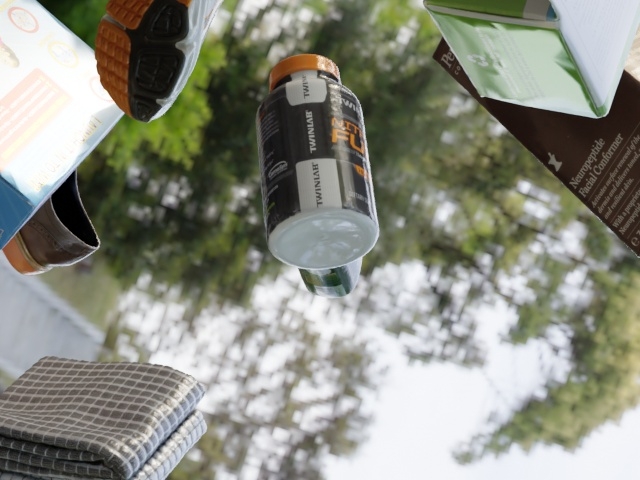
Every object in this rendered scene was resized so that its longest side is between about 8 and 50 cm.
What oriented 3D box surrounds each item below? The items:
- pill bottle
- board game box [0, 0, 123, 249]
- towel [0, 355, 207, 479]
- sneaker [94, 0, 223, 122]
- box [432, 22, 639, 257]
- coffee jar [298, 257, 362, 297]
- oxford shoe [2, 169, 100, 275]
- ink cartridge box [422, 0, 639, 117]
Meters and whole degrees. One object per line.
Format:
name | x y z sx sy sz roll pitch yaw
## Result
pill bottle | -0.009 -0.100 1.771 0.130 0.130 0.245 -49 -141 47
board game box | -0.400 -0.183 1.755 0.086 0.302 0.308 -44 -171 34
towel | -0.327 0.254 2.047 0.235 0.284 0.121 -50 141 -56
sneaker | -0.103 -0.219 1.290 0.121 0.099 0.262 -22 142 -53
box | 0.334 -0.186 1.834 0.381 0.143 0.191 47 -41 21
coffee jar | 0.000 0.000 1.962 0.184 0.079 0.096 65 34 -63
oxford shoe | -0.405 -0.134 2.064 0.133 0.363 0.130 -12 -160 24
ink cartridge box | 0.131 -0.219 0.921 0.097 0.255 0.189 13 -107 29
